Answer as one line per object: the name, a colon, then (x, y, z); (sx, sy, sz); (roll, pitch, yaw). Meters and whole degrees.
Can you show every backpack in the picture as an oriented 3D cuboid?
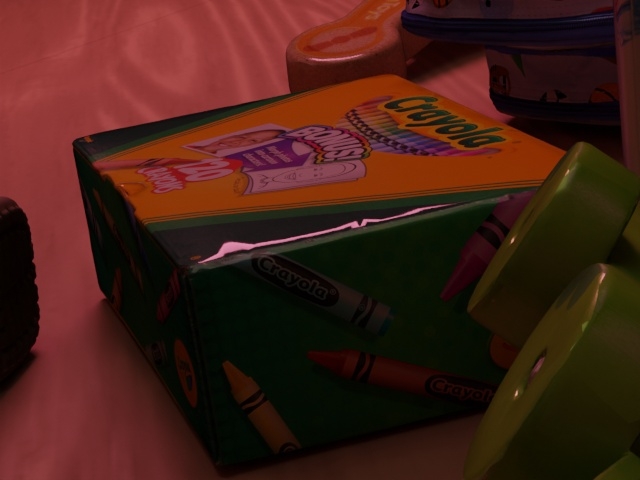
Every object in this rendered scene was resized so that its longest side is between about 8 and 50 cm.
backpack: (0.172, -0.176, 1.149); (0.263, 0.213, 0.276); (-10, 6, -36)

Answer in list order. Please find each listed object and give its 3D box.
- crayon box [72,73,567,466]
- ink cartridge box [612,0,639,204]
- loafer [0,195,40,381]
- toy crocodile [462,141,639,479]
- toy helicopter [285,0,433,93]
crayon box: (0.000, 0.000, 0.834); (0.165, 0.081, 0.278); (-13, 15, -13)
ink cartridge box: (0.173, -0.111, 0.772); (0.117, 0.278, 0.201); (-3, 16, 10)
loafer: (-0.191, 0.042, 0.776); (0.092, 0.102, 0.268); (-7, 6, 12)
toy crocodile: (0.091, 0.058, 0.548); (0.115, 0.105, 0.340); (33, 16, -3)
toy helicopter: (0.101, -0.180, 1.434); (0.235, 0.140, 0.355); (10, 33, 29)
